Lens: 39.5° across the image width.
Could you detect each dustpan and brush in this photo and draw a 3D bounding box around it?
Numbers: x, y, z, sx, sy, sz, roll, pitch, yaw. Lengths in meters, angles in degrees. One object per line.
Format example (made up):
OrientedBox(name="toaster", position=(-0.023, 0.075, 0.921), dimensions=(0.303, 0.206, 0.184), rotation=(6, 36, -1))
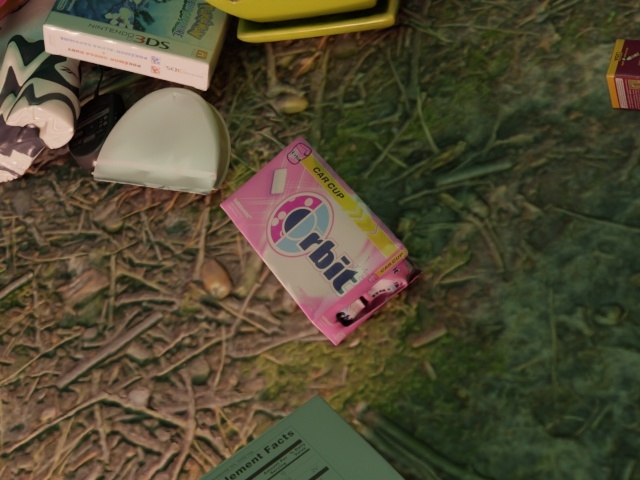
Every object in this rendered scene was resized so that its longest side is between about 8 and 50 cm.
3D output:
OrientedBox(name="dustpan and brush", position=(-0.158, -0.145, 1.012), dimensions=(0.147, 0.060, 0.211), rotation=(8, 71, 12))

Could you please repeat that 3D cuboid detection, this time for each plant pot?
OrientedBox(name="plant pot", position=(-0.020, -0.347, 0.961), dimensions=(0.227, 0.207, 0.228), rotation=(-2, 63, 24))

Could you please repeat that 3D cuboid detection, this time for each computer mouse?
OrientedBox(name="computer mouse", position=(-0.264, -0.175, 1.090), dimensions=(0.071, 0.041, 0.242), rotation=(-22, 50, 21))

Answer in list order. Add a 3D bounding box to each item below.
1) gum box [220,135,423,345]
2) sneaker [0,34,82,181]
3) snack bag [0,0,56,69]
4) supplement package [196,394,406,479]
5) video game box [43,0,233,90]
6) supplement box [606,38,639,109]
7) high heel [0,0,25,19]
OrientedBox(name="gum box", position=(0.000, 0.000, 0.852), dimensions=(0.107, 0.062, 0.188), rotation=(-41, 55, 0))
OrientedBox(name="sneaker", position=(-0.370, -0.170, 1.087), dimensions=(0.235, 0.094, 0.153), rotation=(-23, 46, 39))
OrientedBox(name="snack bag", position=(-0.395, -0.351, 1.235), dimensions=(0.323, 0.037, 0.343), rotation=(-10, 59, 23))
OrientedBox(name="supplement package", position=(0.028, 0.256, 0.634), dimensions=(0.134, 0.139, 0.244), rotation=(-32, 50, -25))
OrientedBox(name="video game box", position=(-0.195, -0.277, 1.030), dimensions=(0.187, 0.048, 0.205), rotation=(14, 54, -4))
OrientedBox(name="supplement box", position=(0.304, -0.146, 0.796), dimensions=(0.083, 0.055, 0.043), rotation=(11, 69, 28))
OrientedBox(name="high heel", position=(-0.367, -0.315, 1.150), dimensions=(0.244, 0.082, 0.117), rotation=(5, 105, 13))
